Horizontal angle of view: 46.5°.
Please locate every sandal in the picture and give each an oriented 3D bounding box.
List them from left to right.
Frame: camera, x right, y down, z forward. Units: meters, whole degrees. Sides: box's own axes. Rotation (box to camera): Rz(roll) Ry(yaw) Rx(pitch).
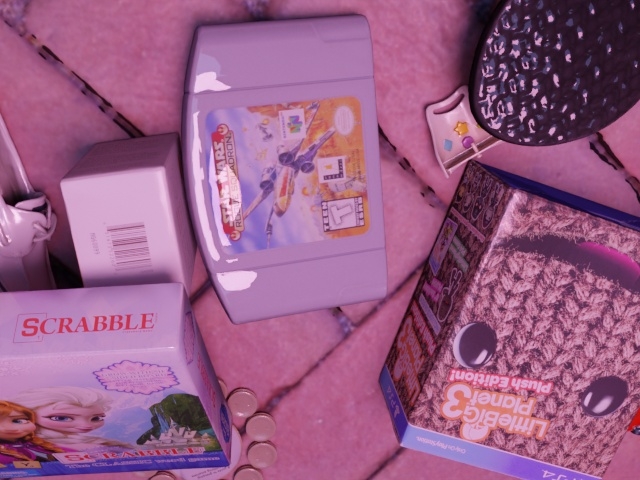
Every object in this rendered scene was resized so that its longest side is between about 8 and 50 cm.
[{"bbox_3d":[0.296,-0.276,0.729,0.167,0.107,0.446,35,89,-13],"label":"sandal"}]

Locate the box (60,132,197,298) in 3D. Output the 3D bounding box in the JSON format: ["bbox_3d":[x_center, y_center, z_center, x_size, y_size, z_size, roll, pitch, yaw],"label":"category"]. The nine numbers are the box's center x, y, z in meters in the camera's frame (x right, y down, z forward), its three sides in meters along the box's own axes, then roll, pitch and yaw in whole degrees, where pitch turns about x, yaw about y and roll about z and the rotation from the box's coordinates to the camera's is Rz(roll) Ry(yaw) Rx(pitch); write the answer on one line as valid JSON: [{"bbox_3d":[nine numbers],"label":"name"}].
[{"bbox_3d":[-0.177,-0.022,0.723,0.090,0.170,0.130,-8,108,-4],"label":"box"}]

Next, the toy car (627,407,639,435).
[{"bbox_3d":[0.453,0.199,0.910,0.239,0.053,0.225,-44,106,10],"label":"toy car"}]

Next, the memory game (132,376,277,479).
[{"bbox_3d":[-0.142,0.246,0.896,0.186,0.012,0.186,-1,108,-5],"label":"memory game"}]

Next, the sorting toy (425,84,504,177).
[{"bbox_3d":[0.150,-0.120,0.789,0.083,0.045,0.075,-29,101,5],"label":"sorting toy"}]

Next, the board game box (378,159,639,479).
[{"bbox_3d":[0.228,0.094,0.810,0.231,0.141,0.291,17,105,-10],"label":"board game box"}]

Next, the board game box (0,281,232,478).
[{"bbox_3d":[-0.263,0.153,0.724,0.318,0.066,0.318,-4,147,1],"label":"board game box"}]

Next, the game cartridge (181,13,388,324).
[{"bbox_3d":[-0.037,-0.068,0.751,0.198,0.062,0.298,-10,104,-19],"label":"game cartridge"}]

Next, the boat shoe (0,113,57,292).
[{"bbox_3d":[-0.314,-0.021,0.752,0.084,0.095,0.258,-19,110,6],"label":"boat shoe"}]
